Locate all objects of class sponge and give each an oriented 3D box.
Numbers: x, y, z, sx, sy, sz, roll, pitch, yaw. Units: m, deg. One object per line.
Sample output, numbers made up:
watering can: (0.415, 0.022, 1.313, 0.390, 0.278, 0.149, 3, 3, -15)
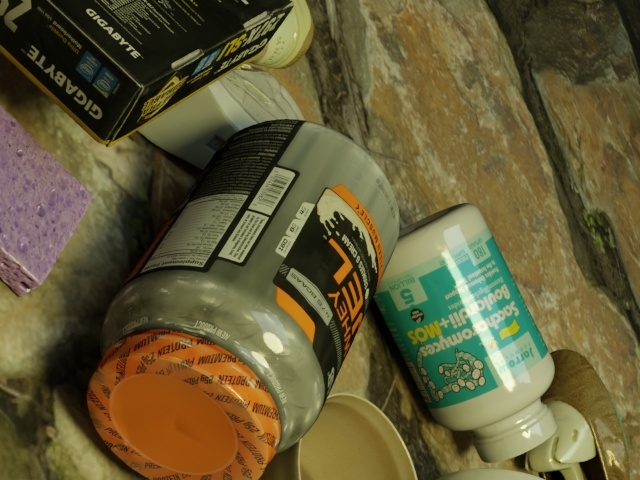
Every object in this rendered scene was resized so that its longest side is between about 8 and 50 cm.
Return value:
sponge: (-0.281, -0.065, 1.001, 0.210, 0.031, 0.117, 46, 40, -24)

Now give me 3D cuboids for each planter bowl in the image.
planter bowl: (-0.003, 0.227, 1.118, 0.162, 0.109, 0.162, 28, 51, -40)

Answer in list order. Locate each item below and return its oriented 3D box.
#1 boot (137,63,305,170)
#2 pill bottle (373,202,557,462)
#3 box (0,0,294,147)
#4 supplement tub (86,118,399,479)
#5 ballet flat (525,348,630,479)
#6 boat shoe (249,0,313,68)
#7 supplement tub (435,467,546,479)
boot: (-0.107, -0.138, 1.233, 0.258, 0.095, 0.123, 42, 29, -33)
pill bottle: (0.158, 0.103, 1.362, 0.146, 0.146, 0.264, -31, 94, -54)
box: (-0.212, -0.251, 1.075, 0.322, 0.079, 0.257, 43, 35, 2)
supplement tub: (-0.061, 0.052, 1.074, 0.193, 0.194, 0.316, 51, 39, -20)
ballet flat: (0.301, 0.297, 1.475, 0.124, 0.116, 0.342, -1, 76, -44)
boat shoe: (-0.108, -0.300, 1.267, 0.089, 0.104, 0.285, -11, 64, -54)
supplement tub: (0.156, 0.371, 1.164, 0.191, 0.191, 0.272, 43, 42, -28)
